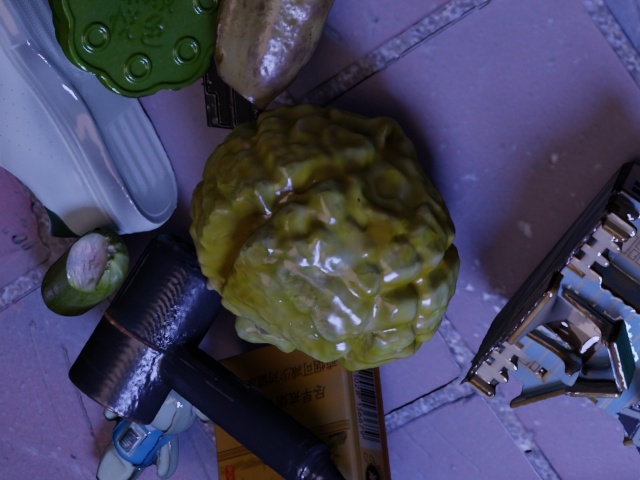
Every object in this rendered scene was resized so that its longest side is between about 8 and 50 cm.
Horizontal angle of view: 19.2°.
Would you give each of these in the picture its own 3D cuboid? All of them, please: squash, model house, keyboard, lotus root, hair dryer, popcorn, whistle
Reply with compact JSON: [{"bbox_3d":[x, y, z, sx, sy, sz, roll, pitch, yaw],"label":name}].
[{"bbox_3d":[-0.248,0.037,1.987,0.069,0.069,0.239,49,157,-4],"label":"squash"},{"bbox_3d":[0.289,0.090,1.748,0.206,0.178,0.271,36,121,-1],"label":"model house"},{"bbox_3d":[-0.094,-0.203,1.877,0.067,0.011,0.202,7,118,21],"label":"keyboard"},{"bbox_3d":[-0.196,-0.237,1.837,0.186,0.186,0.186,11,119,21],"label":"lotus root"},{"bbox_3d":[-0.081,0.148,1.913,0.352,0.107,0.189,33,95,28],"label":"hair dryer"},{"bbox_3d":[0.000,0.000,1.810,0.270,0.224,0.257,6,122,29],"label":"popcorn"},{"bbox_3d":[-0.187,0.205,2.099,0.114,0.077,0.235,45,132,10],"label":"whistle"},{"bbox_3d":[-0.035,-0.250,1.760,0.110,0.097,0.258,29,112,22],"label":"lotus root"}]

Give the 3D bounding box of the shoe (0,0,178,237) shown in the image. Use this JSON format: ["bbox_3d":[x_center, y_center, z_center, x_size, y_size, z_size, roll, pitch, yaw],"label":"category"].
[{"bbox_3d":[-0.295,-0.156,1.931,0.160,0.132,0.363,-16,114,31],"label":"shoe"}]

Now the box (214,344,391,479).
[{"bbox_3d":[-0.019,0.241,1.939,0.174,0.076,0.274,-19,67,33],"label":"box"}]

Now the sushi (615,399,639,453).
[{"bbox_3d":[0.344,0.174,1.684,0.126,0.026,0.120,-30,116,9],"label":"sushi"}]
